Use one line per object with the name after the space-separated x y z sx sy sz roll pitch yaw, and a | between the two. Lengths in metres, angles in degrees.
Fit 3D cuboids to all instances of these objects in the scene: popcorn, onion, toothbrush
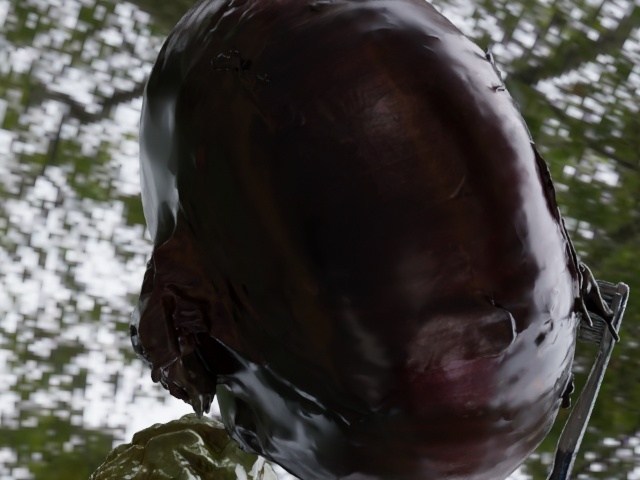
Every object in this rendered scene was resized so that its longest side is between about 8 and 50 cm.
-0.098 0.229 1.465 0.167 0.187 0.185 -43 -102 36 | popcorn
0.000 0.000 1.053 0.314 0.232 0.314 53 -27 44 | onion
0.159 0.157 1.324 0.026 0.024 0.288 14 -67 6 | toothbrush
